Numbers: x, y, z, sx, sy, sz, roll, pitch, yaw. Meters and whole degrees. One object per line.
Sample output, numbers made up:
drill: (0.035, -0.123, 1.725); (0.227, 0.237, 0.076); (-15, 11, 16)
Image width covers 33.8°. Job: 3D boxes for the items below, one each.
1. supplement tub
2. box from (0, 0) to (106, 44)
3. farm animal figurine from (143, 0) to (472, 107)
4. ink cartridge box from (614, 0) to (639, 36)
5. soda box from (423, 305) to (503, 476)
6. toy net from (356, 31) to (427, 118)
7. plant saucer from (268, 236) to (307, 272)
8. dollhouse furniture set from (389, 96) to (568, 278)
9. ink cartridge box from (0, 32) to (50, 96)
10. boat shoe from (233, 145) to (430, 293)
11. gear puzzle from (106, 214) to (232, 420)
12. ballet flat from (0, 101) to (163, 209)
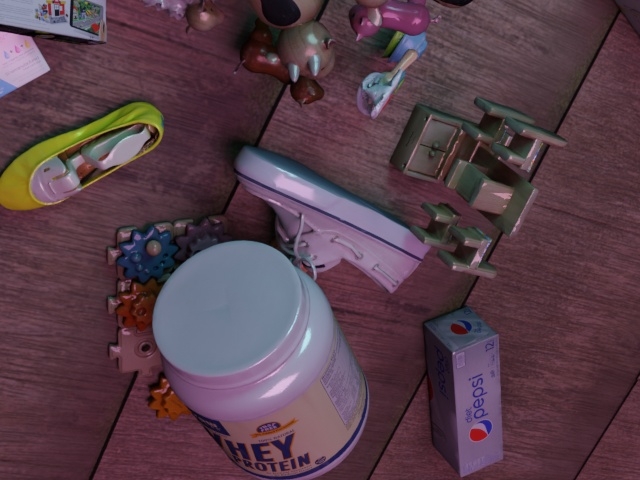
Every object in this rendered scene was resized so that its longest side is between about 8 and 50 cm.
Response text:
supplement tub: (-0.077, 0.170, 1.441); (0.235, 0.235, 0.325); (-34, 143, -6)
box: (-0.312, -0.279, 1.133); (0.207, 0.036, 0.114); (-4, 94, -60)
farm animal figurine: (-0.008, -0.282, 1.205); (0.330, 0.172, 0.327); (-29, 132, 31)
ink cartridge box: (0.520, -0.388, 1.504); (0.168, 0.171, 0.233); (-48, 128, 5)
soda box: (0.244, 0.259, 1.788); (0.091, 0.098, 0.286); (-20, 126, -17)
toy net: (0.081, -0.209, 1.374); (0.045, 0.232, 0.122); (35, 124, 0)
plant saucer: (-0.043, 0.023, 1.553); (0.084, 0.013, 0.083); (-13, 122, -21)
dollhouse furniture set: (0.236, -0.087, 1.488); (0.161, 0.242, 0.212); (13, 112, -33)
ink cartridge box: (-0.383, -0.241, 1.172); (0.092, 0.090, 0.143); (-31, 128, -8)
boat shoe: (-0.004, -0.003, 1.487); (0.367, 0.136, 0.156); (25, 99, -45)
gear puzzle: (-0.213, 0.127, 1.506); (0.176, 0.044, 0.338); (-8, 121, -23)
ballet flat: (-0.296, -0.099, 1.309); (0.231, 0.077, 0.077); (-30, 128, -8)
